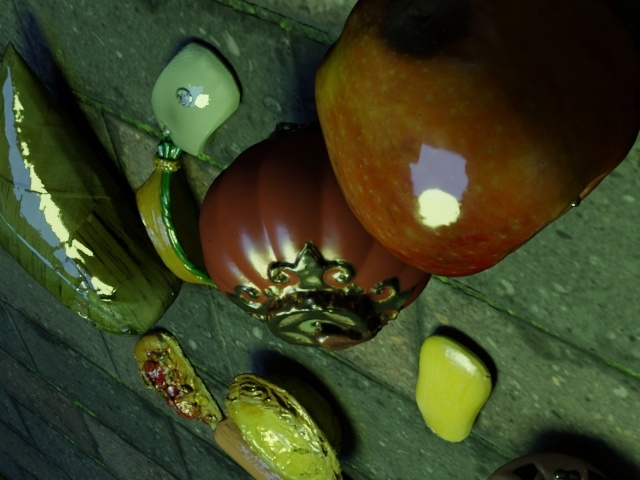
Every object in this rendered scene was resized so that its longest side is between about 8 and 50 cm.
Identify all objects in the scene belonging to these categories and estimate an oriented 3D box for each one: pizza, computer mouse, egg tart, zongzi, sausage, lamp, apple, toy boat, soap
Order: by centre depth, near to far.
[{"bbox_3d":[0.099,-0.094,0.767,0.230,0.230,0.230,33,148,24],"label":"apple"},{"bbox_3d":[0.000,0.000,1.011,0.227,0.227,0.227,33,148,24],"label":"lamp"},{"bbox_3d":[-0.149,-0.145,1.198,0.089,0.056,0.182,52,152,3],"label":"computer mouse"},{"bbox_3d":[0.140,0.161,1.201,0.089,0.033,0.168,39,150,19],"label":"soap"},{"bbox_3d":[-0.162,-0.024,1.348,0.088,0.089,0.229,-17,120,18],"label":"toy boat"},{"bbox_3d":[-0.310,-0.056,1.436,0.323,0.160,0.360,36,143,10],"label":"zongzi"},{"bbox_3d":[-0.039,0.254,1.497,0.213,0.090,0.212,35,150,24],"label":"egg tart"},{"bbox_3d":[-0.039,0.344,1.609,0.289,0.086,0.086,36,149,18],"label":"sausage"},{"bbox_3d":[-0.236,0.235,1.774,0.193,0.053,0.201,41,150,13],"label":"pizza"}]

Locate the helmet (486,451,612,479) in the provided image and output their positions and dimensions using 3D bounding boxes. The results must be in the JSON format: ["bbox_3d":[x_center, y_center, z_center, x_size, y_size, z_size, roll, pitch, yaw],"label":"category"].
[{"bbox_3d":[0.233,0.312,1.145,0.198,0.154,0.253,3,153,0],"label":"helmet"}]
